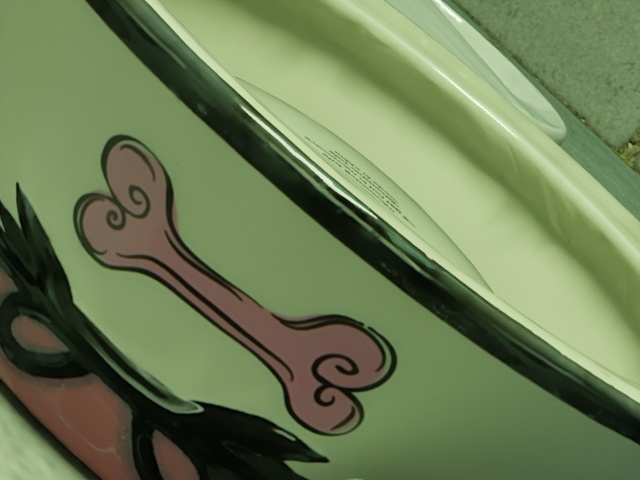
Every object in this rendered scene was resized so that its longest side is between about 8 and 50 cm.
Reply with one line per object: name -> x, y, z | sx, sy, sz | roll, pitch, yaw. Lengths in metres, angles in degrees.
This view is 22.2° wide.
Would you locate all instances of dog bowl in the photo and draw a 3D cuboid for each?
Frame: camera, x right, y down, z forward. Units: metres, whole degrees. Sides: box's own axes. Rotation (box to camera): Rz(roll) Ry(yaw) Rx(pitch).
dog bowl -> 0.000, 0.000, 0.701 | 0.408, 0.150, 0.408 | 37, 16, -12

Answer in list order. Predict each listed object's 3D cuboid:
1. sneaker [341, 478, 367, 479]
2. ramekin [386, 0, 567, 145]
sneaker -> 0.065, 0.177, 0.503 | 0.118, 0.083, 0.222 | 25, 30, -56
ramekin -> 0.030, -0.114, 1.138 | 0.273, 0.127, 0.273 | 36, 15, -11
